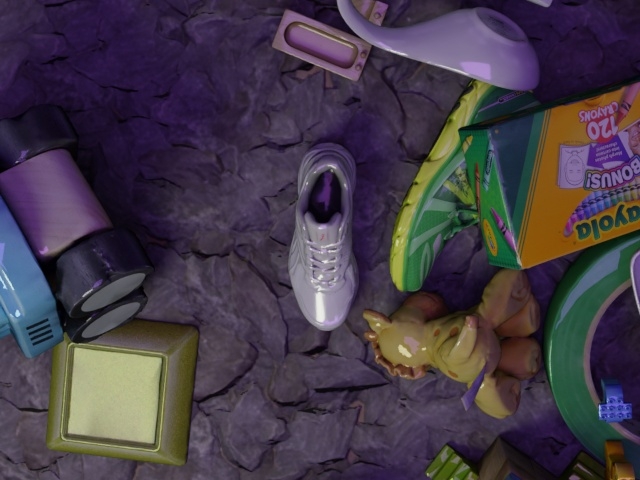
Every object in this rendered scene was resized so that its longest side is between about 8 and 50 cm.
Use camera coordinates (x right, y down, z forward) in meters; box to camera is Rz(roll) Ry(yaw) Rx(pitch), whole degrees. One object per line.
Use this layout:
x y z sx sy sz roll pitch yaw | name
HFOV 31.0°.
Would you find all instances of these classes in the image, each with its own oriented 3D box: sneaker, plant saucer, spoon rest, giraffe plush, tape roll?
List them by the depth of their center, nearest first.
0.133 -0.242 1.331 0.276 0.137 0.084 23 123 -16 | spoon rest
0.174 -0.061 1.386 0.123 0.109 0.296 29 98 3 | sneaker
0.150 0.124 1.399 0.170 0.210 0.182 8 115 36 | giraffe plush
0.000 0.000 1.401 0.090 0.115 0.232 -2 97 4 | sneaker
0.434 0.134 1.402 0.321 0.077 0.321 1 102 4 | tape roll
-0.259 0.194 1.477 0.188 0.045 0.189 7 97 3 | plant saucer

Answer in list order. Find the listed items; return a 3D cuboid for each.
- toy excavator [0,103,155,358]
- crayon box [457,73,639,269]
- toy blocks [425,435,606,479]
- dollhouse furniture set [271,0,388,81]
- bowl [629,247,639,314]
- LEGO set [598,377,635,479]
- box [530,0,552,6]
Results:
-0.448 0.083 1.355 0.445 0.433 0.222 -27 79 -17 | toy excavator
0.311 -0.086 1.337 0.278 0.081 0.165 -18 100 -18 | crayon box
0.308 0.387 1.360 0.381 0.261 0.191 36 98 -1 | toy blocks
0.006 -0.284 1.359 0.144 0.123 0.151 23 98 0 | dollhouse furniture set
0.428 0.053 1.319 0.142 0.053 0.142 -17 100 8 | bowl
0.370 0.244 1.342 0.087 0.093 0.227 -3 102 5 | LEGO set
0.195 -0.461 1.256 0.215 0.168 0.345 31 102 44 | box
